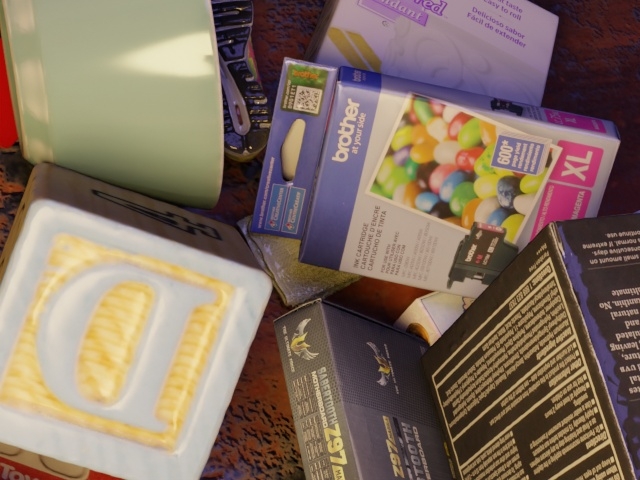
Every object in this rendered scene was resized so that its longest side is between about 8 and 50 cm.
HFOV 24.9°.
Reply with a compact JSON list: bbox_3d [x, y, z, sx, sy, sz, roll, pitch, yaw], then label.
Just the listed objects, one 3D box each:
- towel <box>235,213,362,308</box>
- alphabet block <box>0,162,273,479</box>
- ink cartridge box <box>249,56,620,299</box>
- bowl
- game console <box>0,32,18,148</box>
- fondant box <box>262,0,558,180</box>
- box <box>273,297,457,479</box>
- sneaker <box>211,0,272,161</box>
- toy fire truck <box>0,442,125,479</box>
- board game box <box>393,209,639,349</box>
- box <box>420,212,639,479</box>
[{"bbox_3d":[0.000,0.000,1.423,0.148,0.027,0.110,-25,74,-34],"label":"towel"},{"bbox_3d":[-0.168,0.064,1.160,0.193,0.197,0.192,21,95,-14],"label":"alphabet block"},{"bbox_3d":[0.100,-0.049,1.340,0.311,0.185,0.065,13,23,-1],"label":"ink cartridge box"},{"bbox_3d":[-0.195,-0.168,1.286,0.163,0.311,0.311,-10,65,-13],"label":"bowl"},{"bbox_3d":[-0.325,-0.171,1.386,0.124,0.085,0.144,13,50,21],"label":"game console"},{"bbox_3d":[0.103,-0.158,1.504,0.238,0.096,0.330,26,47,-8],"label":"fondant box"},{"bbox_3d":[0.052,0.181,1.267,0.183,0.059,0.232,24,45,-50],"label":"box"},{"bbox_3d":[-0.099,-0.169,1.439,0.081,0.094,0.208,-9,75,-4],"label":"sneaker"},{"bbox_3d":[-0.204,0.234,1.122,0.302,0.169,0.254,20,36,-13],"label":"toy fire truck"},{"bbox_3d":[0.280,0.155,1.433,0.318,0.066,0.318,-19,70,-31],"label":"board game box"},{"bbox_3d":[0.244,0.169,1.189,0.183,0.296,0.294,-5,67,-20],"label":"box"}]
